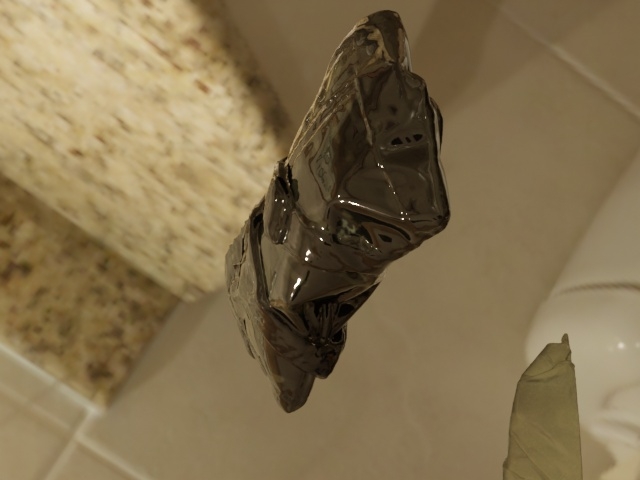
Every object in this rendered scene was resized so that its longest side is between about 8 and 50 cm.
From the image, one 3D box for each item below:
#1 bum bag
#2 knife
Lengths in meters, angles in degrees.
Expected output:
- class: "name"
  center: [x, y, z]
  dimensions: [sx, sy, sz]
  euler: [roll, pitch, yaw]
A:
- class: "bum bag"
  center: [0.000, 0.000, 0.825]
  dimensions: [0.095, 0.144, 0.340]
  euler: [0, 149, -24]
- class: "knife"
  center: [0.102, 0.170, 0.582]
  dimensions: [0.047, 0.298, 0.017]
  euler: [2, 142, 12]
